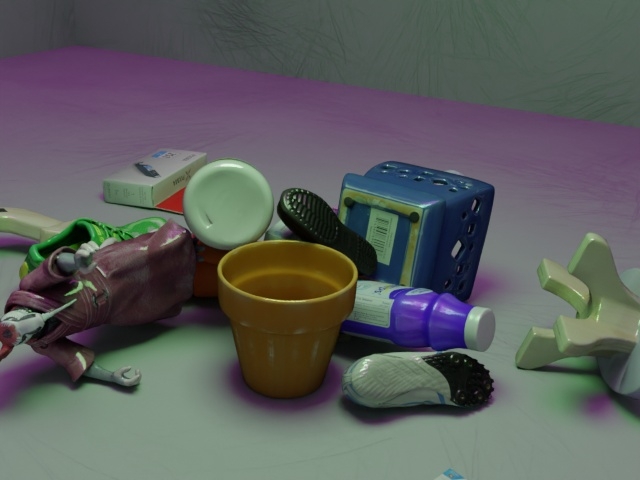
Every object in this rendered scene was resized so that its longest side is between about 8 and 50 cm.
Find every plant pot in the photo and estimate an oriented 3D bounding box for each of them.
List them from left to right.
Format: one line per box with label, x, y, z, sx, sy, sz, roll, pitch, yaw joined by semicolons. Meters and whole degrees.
plant pot;-0.052;0.125;1.124;0.205;0.187;0.205;3;24;-1
plant pot;0.153;-0.010;1.364;0.236;0.236;0.212;19;18;32

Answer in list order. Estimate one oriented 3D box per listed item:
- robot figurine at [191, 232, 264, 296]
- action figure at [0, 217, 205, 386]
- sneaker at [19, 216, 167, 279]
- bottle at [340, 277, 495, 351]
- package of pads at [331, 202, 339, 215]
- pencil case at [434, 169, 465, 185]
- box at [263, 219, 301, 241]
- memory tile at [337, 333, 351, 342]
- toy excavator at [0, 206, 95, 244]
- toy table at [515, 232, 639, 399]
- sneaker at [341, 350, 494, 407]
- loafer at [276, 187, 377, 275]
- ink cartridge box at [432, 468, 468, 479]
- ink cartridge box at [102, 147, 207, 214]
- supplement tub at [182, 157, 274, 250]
robot figurine;-0.196;0.041;1.370;0.219;0.128;0.158;0;23;-8
action figure;-0.362;0.071;1.134;0.276;0.248;0.370;19;25;33
sneaker;-0.400;0.018;1.375;0.296;0.123;0.109;-22;66;-35
bottle;0.134;0.119;1.185;0.283;0.092;0.118;7;9;38
package of pads;0.063;-0.073;1.787;0.050;0.032;0.083;14;26;26
pencil case;0.242;-0.087;1.747;0.124;0.113;0.273;10;22;40
box;-0.070;0.047;1.299;0.038;0.186;0.145;24;29;13
memory tile;0.051;0.136;1.332;0.148;0.012;0.113;-17;31;-38
toy excavator;-0.721;-0.049;1.441;0.433;0.222;0.445;26;24;39
toy table;0.434;0.122;1.176;0.161;0.252;0.274;21;15;-2
sneaker;0.144;0.207;1.108;0.237;0.085;0.086;5;-13;-17
loafer;0.000;0.000;1.228;0.078;0.220;0.080;-25;37;37
ink cartridge box;0.149;0.318;0.907;0.083;0.028;0.048;-17;31;-40
ink cartridge box;-0.354;-0.153;1.873;0.261;0.066;0.296;9;24;15
supplement tub;-0.154;-0.066;1.251;0.144;0.144;0.199;1;7;-7
